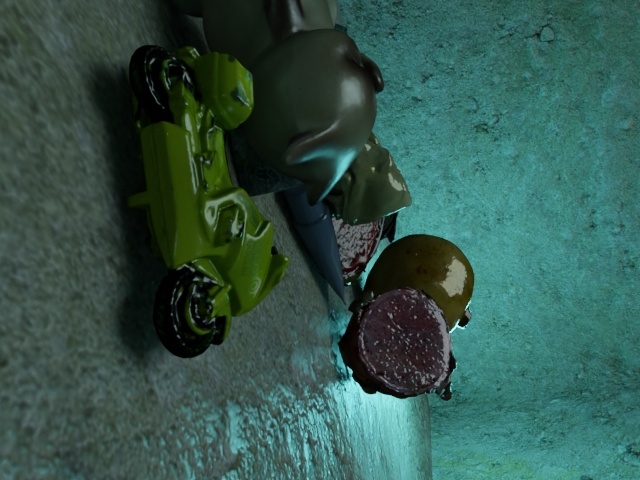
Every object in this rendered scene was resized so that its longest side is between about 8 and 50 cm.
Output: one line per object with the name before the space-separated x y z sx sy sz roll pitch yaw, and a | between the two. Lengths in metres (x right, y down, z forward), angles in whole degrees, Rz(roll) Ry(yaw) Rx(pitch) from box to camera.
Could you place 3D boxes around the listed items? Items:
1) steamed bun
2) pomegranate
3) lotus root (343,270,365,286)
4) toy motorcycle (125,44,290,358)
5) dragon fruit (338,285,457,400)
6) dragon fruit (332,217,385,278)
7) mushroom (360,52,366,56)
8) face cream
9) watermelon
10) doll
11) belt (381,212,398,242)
steamed bun | 0.047 -0.169 1.162 0.289 0.203 0.276 55 1 -19
pomegranate | 0.353 0.174 1.737 0.416 0.416 0.417 -12 90 -76
lotus root | 0.094 0.044 1.531 0.203 0.077 0.183 -50 128 -75
toy motorcycle | -0.127 -0.049 0.576 0.206 0.142 0.342 14 67 -75
dragon fruit | 0.180 0.295 1.362 0.263 0.296 0.314 140 -60 -66
dragon fruit | 0.077 -0.089 1.400 0.282 0.100 0.344 -27 107 -33
mushroom | 0.027 -0.464 1.368 0.328 0.122 0.159 -25 128 -42
face cream | 0.000 0.000 1.175 0.385 0.086 0.136 68 2 -48
watermelon | -0.052 -0.251 0.955 0.258 0.228 0.387 66 21 -72
doll | -0.042 -0.262 0.713 0.370 0.226 0.215 61 -3 14
belt | 0.162 -0.142 1.696 0.160 0.206 0.295 -85 174 -60
